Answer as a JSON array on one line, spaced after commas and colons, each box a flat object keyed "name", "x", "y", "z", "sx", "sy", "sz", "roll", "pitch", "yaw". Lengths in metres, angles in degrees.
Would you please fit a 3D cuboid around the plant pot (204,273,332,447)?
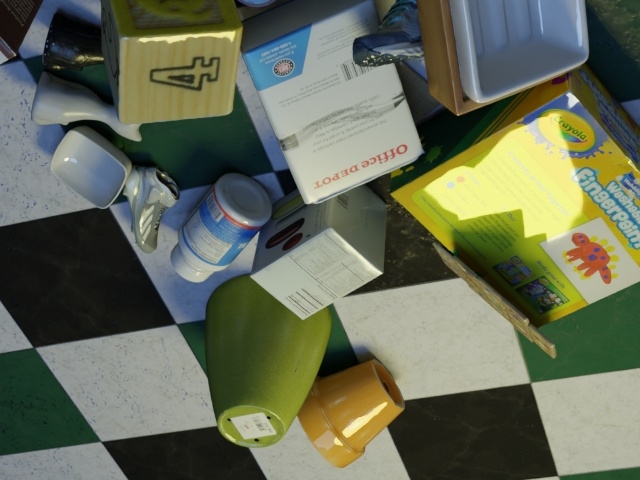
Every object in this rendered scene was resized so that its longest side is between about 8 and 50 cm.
[{"name": "plant pot", "x": -0.123, "y": 0.265, "z": 2.299, "sx": 0.274, "sy": 0.294, "sz": 0.275, "roll": 3, "pitch": 133, "yaw": 4}]

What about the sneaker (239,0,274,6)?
[{"name": "sneaker", "x": -0.063, "y": -0.428, "z": 1.568, "sx": 0.130, "sy": 0.236, "sz": 0.323, "roll": 19, "pitch": 127, "yaw": -12}]

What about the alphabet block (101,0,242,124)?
[{"name": "alphabet block", "x": -0.242, "y": -0.323, "z": 1.789, "sx": 0.193, "sy": 0.192, "sz": 0.197, "roll": -9, "pitch": 145, "yaw": -17}]

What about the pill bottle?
[{"name": "pill bottle", "x": -0.198, "y": -0.018, "z": 2.161, "sx": 0.124, "sy": 0.124, "sz": 0.221, "roll": 28, "pitch": 131, "yaw": -19}]

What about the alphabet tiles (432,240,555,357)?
[{"name": "alphabet tiles", "x": 0.328, "y": 0.114, "z": 2.098, "sx": 0.285, "sy": 0.342, "sz": 0.011, "roll": 42, "pitch": 90, "yaw": 17}]

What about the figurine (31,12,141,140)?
[{"name": "figurine", "x": -0.388, "y": -0.274, "z": 1.976, "sx": 0.209, "sy": 0.092, "sz": 0.215, "roll": 15, "pitch": 134, "yaw": -13}]

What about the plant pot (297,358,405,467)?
[{"name": "plant pot", "x": 0.073, "y": 0.360, "z": 2.447, "sx": 0.188, "sy": 0.205, "sz": 0.205, "roll": -34, "pitch": 122, "yaw": 14}]

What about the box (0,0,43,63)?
[{"name": "box", "x": -0.578, "y": -0.381, "z": 1.813, "sx": 0.167, "sy": 0.203, "sz": 0.168, "roll": -21, "pitch": 127, "yaw": 24}]

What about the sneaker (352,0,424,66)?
[{"name": "sneaker", "x": 0.143, "y": -0.348, "z": 1.746, "sx": 0.110, "sy": 0.283, "sz": 0.122, "roll": -2, "pitch": 108, "yaw": 47}]

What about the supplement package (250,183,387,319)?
[{"name": "supplement package", "x": 0.000, "y": 0.000, "z": 2.106, "sx": 0.203, "sy": 0.194, "sz": 0.149, "roll": -32, "pitch": 121, "yaw": 30}]

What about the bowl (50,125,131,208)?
[{"name": "bowl", "x": -0.423, "y": -0.143, "z": 2.100, "sx": 0.142, "sy": 0.053, "sz": 0.142, "roll": 38, "pitch": 132, "yaw": -5}]

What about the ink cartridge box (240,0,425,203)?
[{"name": "ink cartridge box", "x": 0.015, "y": -0.246, "z": 1.866, "sx": 0.223, "sy": 0.129, "sz": 0.307, "roll": -24, "pitch": 125, "yaw": -1}]

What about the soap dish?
[{"name": "soap dish", "x": 0.271, "y": -0.338, "z": 1.689, "sx": 0.118, "sy": 0.290, "sz": 0.229, "roll": 12, "pitch": 119, "yaw": 50}]

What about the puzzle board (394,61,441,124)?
[{"name": "puzzle board", "x": 0.143, "y": -0.260, "z": 1.974, "sx": 0.128, "sy": 0.011, "sz": 0.096, "roll": 36, "pitch": 128, "yaw": -23}]

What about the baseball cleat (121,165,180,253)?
[{"name": "baseball cleat", "x": -0.321, "y": -0.055, "z": 2.176, "sx": 0.109, "sy": 0.072, "sz": 0.206, "roll": -1, "pitch": 133, "yaw": 8}]

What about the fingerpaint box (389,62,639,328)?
[{"name": "fingerpaint box", "x": 0.404, "y": -0.085, "z": 2.001, "sx": 0.371, "sy": 0.163, "sz": 0.445, "roll": -30, "pitch": 124, "yaw": 31}]
